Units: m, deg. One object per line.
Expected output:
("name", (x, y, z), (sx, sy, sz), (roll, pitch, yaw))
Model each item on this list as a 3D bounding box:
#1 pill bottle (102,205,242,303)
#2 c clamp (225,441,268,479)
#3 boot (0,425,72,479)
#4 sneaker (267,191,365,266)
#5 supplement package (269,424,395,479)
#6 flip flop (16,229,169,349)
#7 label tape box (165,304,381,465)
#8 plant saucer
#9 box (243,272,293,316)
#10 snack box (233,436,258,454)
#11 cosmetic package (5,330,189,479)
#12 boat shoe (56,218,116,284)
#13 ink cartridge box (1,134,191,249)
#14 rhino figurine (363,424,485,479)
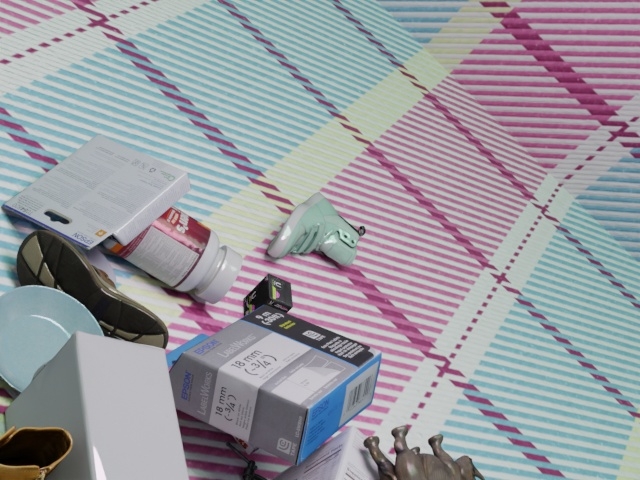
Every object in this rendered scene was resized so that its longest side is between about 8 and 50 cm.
("pill bottle", (-0.251, 0.012, 2.029), (0.221, 0.121, 0.121), (32, 35, -19))
("c clamp", (-0.108, 0.410, 1.846), (0.137, 0.022, 0.160), (37, 32, -21))
("boot", (-0.445, 0.312, 1.402), (0.104, 0.211, 0.295), (52, 34, 13))
("sneaker", (0.000, 0.000, 2.337), (0.151, 0.094, 0.256), (40, 30, 3))
("supplement package", (0.060, 0.449, 1.800), (0.262, 0.204, 0.145), (42, 33, -14))
("flip flop", (-0.356, 0.090, 1.858), (0.277, 0.112, 0.080), (36, 8, -10))
("label tape box", (-0.109, 0.197, 1.846), (0.334, 0.105, 0.241), (20, 24, 23))
("plant saucer", (-0.411, 0.159, 1.754), (0.195, 0.037, 0.195), (23, 47, -27))
("box", (-0.095, 0.112, 2.125), (0.052, 0.083, 0.062), (25, 38, -28))
("snack box", (-0.152, 0.268, 1.936), (0.178, 0.022, 0.064), (48, 33, 14))
("cosmetic package", (-0.288, 0.338, 1.548), (0.156, 0.217, 0.385), (18, 43, -36))
("boat shoe", (-0.389, 0.028, 1.935), (0.142, 0.040, 0.049), (49, 24, 6))
("ink cartridge box", (-0.364, -0.069, 1.931), (0.223, 0.045, 0.224), (24, 51, 33))
("rhino figurine", (0.172, 0.350, 1.779), (0.243, 0.073, 0.106), (20, 38, -43))
